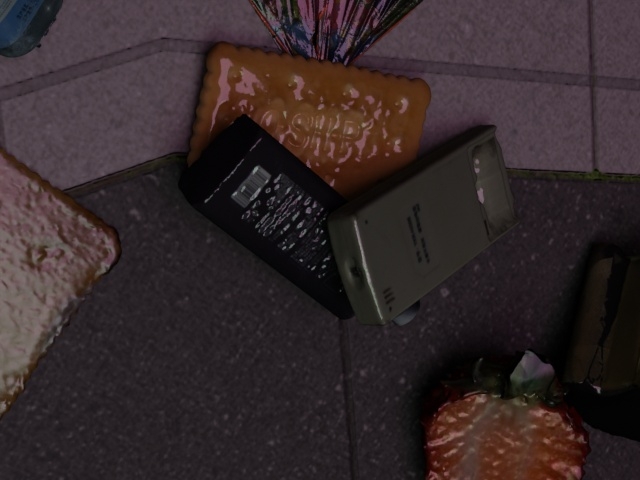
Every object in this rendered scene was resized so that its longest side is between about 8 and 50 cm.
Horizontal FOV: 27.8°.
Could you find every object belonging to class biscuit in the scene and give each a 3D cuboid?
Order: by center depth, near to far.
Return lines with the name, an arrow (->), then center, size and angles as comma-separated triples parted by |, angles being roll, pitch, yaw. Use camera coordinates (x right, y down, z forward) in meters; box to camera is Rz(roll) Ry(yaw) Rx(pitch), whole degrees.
biscuit -> -0.331, 0.028, 1.185 | 0.237, 0.013, 0.232 | 39, 83, -27
biscuit -> -0.009, -0.103, 1.297 | 0.250, 0.030, 0.160 | 8, 101, -26

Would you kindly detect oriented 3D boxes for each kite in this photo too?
kite -> 0.001, -0.240, 1.293 | 0.241, 0.014, 0.183 | 11, 94, -26

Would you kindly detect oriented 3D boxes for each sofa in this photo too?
sofa -> 0.402, 0.124, 1.496 | 0.258, 0.182, 0.200 | 27, 70, -27

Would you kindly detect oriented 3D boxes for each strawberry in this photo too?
strawberry -> 0.195, 0.227, 1.429 | 0.188, 0.106, 0.286 | 5, 113, -4

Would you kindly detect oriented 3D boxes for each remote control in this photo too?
remote control -> 0.114, -0.023, 1.316 | 0.285, 0.038, 0.123 | -35, 113, -45

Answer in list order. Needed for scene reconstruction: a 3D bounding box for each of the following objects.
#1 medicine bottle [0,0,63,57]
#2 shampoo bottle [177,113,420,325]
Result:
medicine bottle -> -0.292, -0.229, 1.075 | 0.090, 0.054, 0.208 | -59, 154, -5
shampoo bottle -> 0.000, 0.001, 1.282 | 0.098, 0.071, 0.309 | -49, 128, 2
